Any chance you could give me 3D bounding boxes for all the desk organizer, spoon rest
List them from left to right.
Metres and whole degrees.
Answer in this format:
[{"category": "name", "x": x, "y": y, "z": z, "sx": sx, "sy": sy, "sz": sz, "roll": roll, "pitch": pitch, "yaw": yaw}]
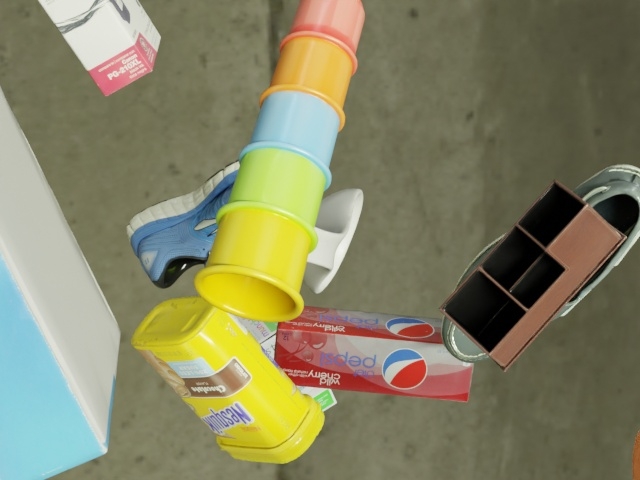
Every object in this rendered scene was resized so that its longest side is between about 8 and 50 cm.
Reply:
[{"category": "spoon rest", "x": 0.000, "y": 0.000, "z": 1.376, "sx": 0.137, "sy": 0.084, "sz": 0.276, "roll": -67, "pitch": 163, "yaw": 6}, {"category": "desk organizer", "x": 0.151, "y": 0.024, "z": 0.854, "sx": 0.050, "sy": 0.047, "sz": 0.130, "roll": 36, "pitch": 98, "yaw": -36}]

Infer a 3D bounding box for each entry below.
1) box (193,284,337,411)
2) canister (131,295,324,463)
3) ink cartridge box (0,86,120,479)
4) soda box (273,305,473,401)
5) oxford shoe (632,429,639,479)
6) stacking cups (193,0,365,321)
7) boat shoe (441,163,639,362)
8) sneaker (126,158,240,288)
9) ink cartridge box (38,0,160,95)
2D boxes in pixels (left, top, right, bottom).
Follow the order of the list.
[{"category": "box", "x": -0.110, "y": 0.195, "z": 2.259, "sx": 0.126, "sy": 0.262, "sz": 0.231, "roll": -30, "pitch": 127, "yaw": -11}, {"category": "canister", "x": -0.092, "y": 0.135, "z": 1.160, "sx": 0.170, "sy": 0.126, "sz": 0.073, "roll": 52, "pitch": 56, "yaw": -24}, {"category": "ink cartridge box", "x": -0.285, "y": 0.058, "z": 0.708, "sx": 0.270, "sy": 0.198, "sz": 0.197, "roll": -23, "pitch": 107, "yaw": -1}, {"category": "soda box", "x": 0.070, "y": 0.150, "z": 1.587, "sx": 0.092, "sy": 0.263, "sz": 0.084, "roll": -83, "pitch": 179, "yaw": -70}, {"category": "oxford shoe", "x": 0.355, "y": 0.275, "z": 1.044, "sx": 0.130, "sy": 0.133, "sz": 0.364, "roll": 28, "pitch": 41, "yaw": -18}, {"category": "stacking cups", "x": -0.030, "y": -0.090, "z": 1.047, "sx": 0.096, "sy": 0.096, "sz": 0.316, "roll": 40, "pitch": 53, "yaw": -44}, {"category": "boat shoe", "x": 0.258, "y": 0.035, "z": 1.386, "sx": 0.116, "sy": 0.319, "sz": 0.099, "roll": 47, "pitch": 18, "yaw": -1}, {"category": "sneaker", "x": -0.141, "y": -0.022, "z": 1.869, "sx": 0.129, "sy": 0.330, "sz": 0.147, "roll": 24, "pitch": 41, "yaw": -64}, {"category": "ink cartridge box", "x": -0.372, "y": -0.384, "z": 1.960, "sx": 0.237, "sy": 0.100, "sz": 0.172, "roll": 58, "pitch": 13, "yaw": -26}]
